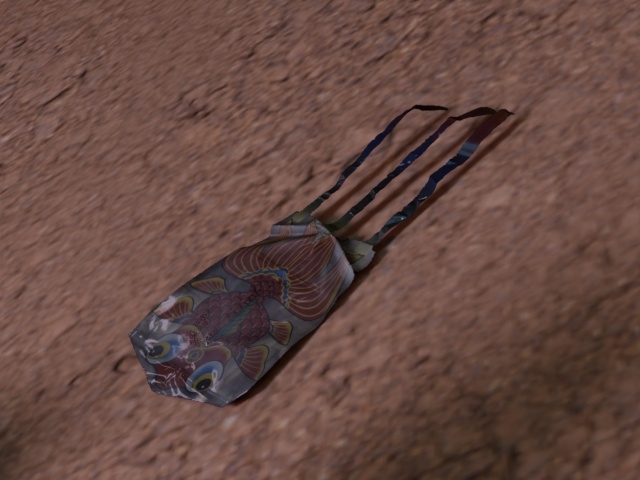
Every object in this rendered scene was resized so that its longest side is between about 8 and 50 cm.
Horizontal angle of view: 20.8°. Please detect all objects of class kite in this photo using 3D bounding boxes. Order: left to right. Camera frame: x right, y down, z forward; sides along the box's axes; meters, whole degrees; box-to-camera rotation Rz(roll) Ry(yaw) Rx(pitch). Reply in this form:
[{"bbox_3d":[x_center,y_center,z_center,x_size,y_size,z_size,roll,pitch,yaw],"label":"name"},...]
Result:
[{"bbox_3d":[-0.001,-0.002,0.882,0.229,0.016,0.127,-42,32,-17],"label":"kite"}]
